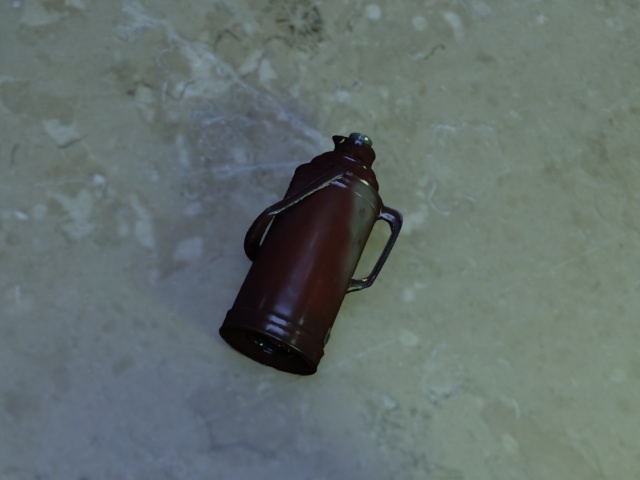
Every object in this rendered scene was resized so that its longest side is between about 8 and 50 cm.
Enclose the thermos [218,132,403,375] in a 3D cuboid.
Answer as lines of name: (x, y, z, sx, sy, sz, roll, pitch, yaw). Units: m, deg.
thermos: (0.001, 0.002, 1.010, 0.124, 0.099, 0.232, 21, 67, 9)
